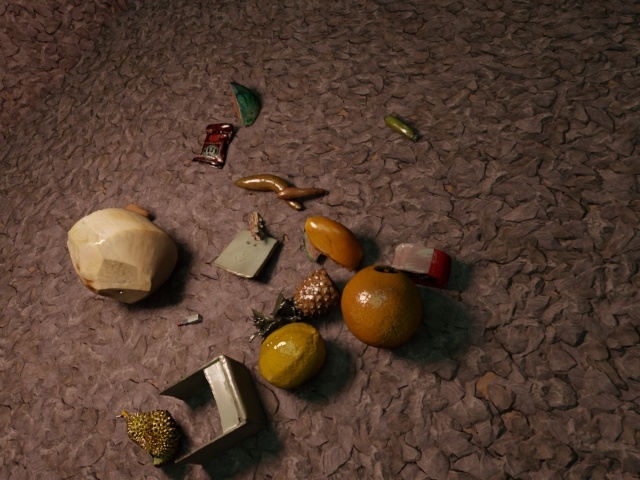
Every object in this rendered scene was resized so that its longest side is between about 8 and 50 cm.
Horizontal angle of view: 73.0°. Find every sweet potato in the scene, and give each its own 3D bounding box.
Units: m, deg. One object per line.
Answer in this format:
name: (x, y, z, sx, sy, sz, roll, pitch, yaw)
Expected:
sweet potato: (-0.073, -0.196, 1.778, 0.215, 0.050, 0.050, -5, 61, -6)
sweet potato: (-0.207, -0.227, 1.860, 0.346, 0.079, 0.108, 23, 85, 20)

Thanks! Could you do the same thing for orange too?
orange: (0.196, 0.211, 1.402, 0.275, 0.274, 0.274, -7, 62, 14)

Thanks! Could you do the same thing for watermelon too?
watermelon: (0.000, 0.000, 1.687, 0.140, 0.071, 0.186, 0, 77, -4)
watermelon: (-0.375, -0.683, 2.100, 0.129, 0.146, 0.231, -24, 57, 4)

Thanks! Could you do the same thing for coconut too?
coconut: (-0.775, 0.067, 1.703, 0.415, 0.415, 0.344, 37, 100, 29)

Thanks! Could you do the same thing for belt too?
belt: (0.349, 0.078, 1.498, 0.201, 0.128, 0.124, 12, 67, 18)

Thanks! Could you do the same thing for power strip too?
power strip: (-0.289, 0.065, 1.737, 0.199, 0.064, 0.213, 18, 56, 26)

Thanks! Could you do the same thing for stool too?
stool: (-0.358, 0.562, 1.443, 0.270, 0.170, 0.243, -31, 58, 0)

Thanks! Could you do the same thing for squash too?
squash: (0.340, -0.476, 1.834, 0.052, 0.052, 0.183, -41, 63, -6)

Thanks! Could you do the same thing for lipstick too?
lipstick: (-0.520, 0.317, 1.702, 0.107, 0.025, 0.025, -20, 60, 13)

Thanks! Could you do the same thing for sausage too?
sausage: (-0.889, -0.050, 1.948, 0.123, 0.123, 0.252, 30, 73, 27)

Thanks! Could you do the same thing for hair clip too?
hair clip: (-0.263, -0.054, 1.768, 0.063, 0.056, 0.214, 1, 25, -12)

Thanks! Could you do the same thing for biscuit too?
biscuit: (-0.511, -0.453, 2.071, 0.152, 0.063, 0.235, 6, 68, 20)

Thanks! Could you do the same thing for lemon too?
lemon: (-0.095, 0.382, 1.436, 0.260, 0.204, 0.204, -42, 58, 13)

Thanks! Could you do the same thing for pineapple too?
pineapple: (-0.104, 0.245, 1.532, 0.365, 0.165, 0.165, -32, 59, -1)

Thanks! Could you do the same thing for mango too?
mango: (0.047, 0.001, 1.591, 0.252, 0.154, 0.126, 40, 68, -12)

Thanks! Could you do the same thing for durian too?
durian: (-0.571, 0.640, 1.474, 0.237, 0.193, 0.138, 40, 60, 14)
